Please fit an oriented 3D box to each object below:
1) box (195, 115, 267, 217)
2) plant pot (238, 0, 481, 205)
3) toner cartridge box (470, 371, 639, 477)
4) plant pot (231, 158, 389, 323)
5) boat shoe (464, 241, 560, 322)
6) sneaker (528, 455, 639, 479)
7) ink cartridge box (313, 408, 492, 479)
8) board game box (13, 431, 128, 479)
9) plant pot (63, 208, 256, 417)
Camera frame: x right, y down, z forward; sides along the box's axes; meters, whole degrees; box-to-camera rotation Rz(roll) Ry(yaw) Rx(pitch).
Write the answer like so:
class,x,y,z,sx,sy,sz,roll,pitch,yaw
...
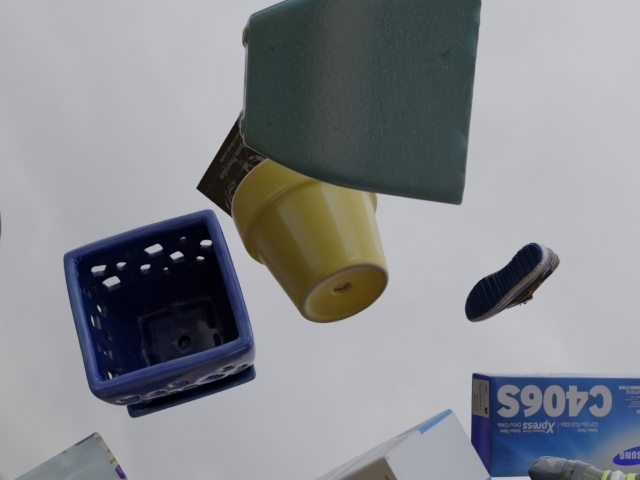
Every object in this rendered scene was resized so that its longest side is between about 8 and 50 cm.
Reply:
class,x,y,z,sx,sy,sz,roll,pitch,yaw
box,-0.059,-0.151,1.935,0.312,0.179,0.343,38,-37,-2
plant pot,0.030,-0.185,1.056,0.248,0.252,0.247,-117,-151,-77
toner cartridge box,0.428,0.308,1.482,0.075,0.347,0.165,172,-80,-75
plant pot,0.000,0.000,1.515,0.254,0.254,0.239,86,-18,-53
boat shoe,0.308,0.078,1.398,0.066,0.066,0.183,18,-46,-32
sneaker,0.262,0.350,0.989,0.121,0.111,0.300,23,-57,20
ink cartridge box,0.041,0.257,0.845,0.203,0.148,0.086,-37,-102,30
board game box,-0.281,0.421,1.160,0.144,0.142,0.275,27,-38,57
plant pot,-0.223,0.124,1.307,0.212,0.235,0.236,81,-10,-62
